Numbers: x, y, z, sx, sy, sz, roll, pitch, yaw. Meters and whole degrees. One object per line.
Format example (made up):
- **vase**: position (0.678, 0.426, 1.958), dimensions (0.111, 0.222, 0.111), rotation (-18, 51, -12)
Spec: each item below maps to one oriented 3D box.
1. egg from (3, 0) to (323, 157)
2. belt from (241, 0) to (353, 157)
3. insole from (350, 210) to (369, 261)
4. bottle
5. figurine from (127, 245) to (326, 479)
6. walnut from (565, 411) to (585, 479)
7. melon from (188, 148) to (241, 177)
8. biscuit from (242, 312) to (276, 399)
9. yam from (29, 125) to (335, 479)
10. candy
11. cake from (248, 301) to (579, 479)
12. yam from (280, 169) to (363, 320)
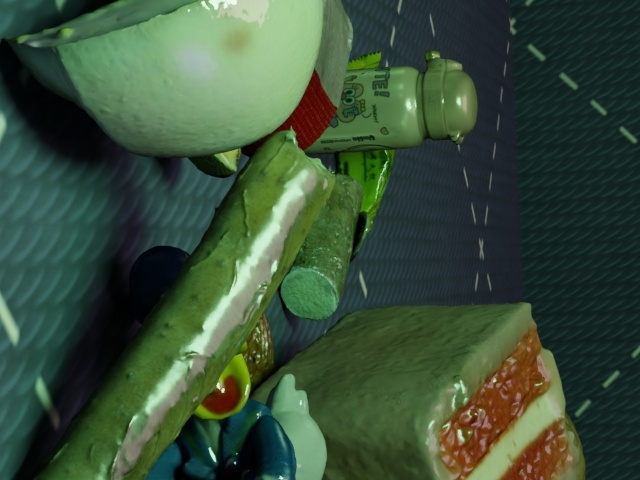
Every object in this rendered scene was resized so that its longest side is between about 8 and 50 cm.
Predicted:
- **egg**: position (-0.091, -0.142, 1.169), dimensions (0.271, 0.206, 0.162), rotation (-70, 147, -58)
- **belt**: position (-0.043, -0.180, 1.491), dimensions (0.124, 0.128, 0.201), rotation (58, 41, -62)
- **insole**: position (0.033, -0.001, 1.795), dimensions (0.193, 0.006, 0.065), rotation (165, -56, -80)
- **bottle**: position (0.076, -0.159, 1.754), dimensions (0.097, 0.209, 0.110), rotation (23, 65, -73)
- **figurine**: position (-0.102, 0.171, 1.261), dimensions (0.283, 0.204, 0.338), rotation (-41, 115, -61)
- **walnut**: position (0.193, 0.291, 1.948), dimensions (0.313, 0.277, 0.252), rotation (45, -5, -32)
- **melon**: position (-0.117, -0.138, 1.347), dimensions (0.128, 0.079, 0.160), rotation (41, 47, -44)
- **biscuit**: position (-0.078, 0.141, 1.502), dimensions (0.188, 0.027, 0.188), rotation (-2, 90, -75)
- **yam**: position (-0.099, 0.072, 1.123), dimensions (0.371, 0.083, 0.083), rotation (-58, 149, -24)
- **candy**: position (0.059, -0.116, 1.949), dimensions (0.149, 0.069, 0.246), rotation (-36, 123, -74)
- **cake**: position (0.097, 0.209, 1.517), dimensions (0.309, 0.230, 0.237), rotation (-40, 120, -55)
- **yam**: position (0.000, 0.000, 1.714), dimensions (0.078, 0.078, 0.179), rotation (70, 26, -46)
